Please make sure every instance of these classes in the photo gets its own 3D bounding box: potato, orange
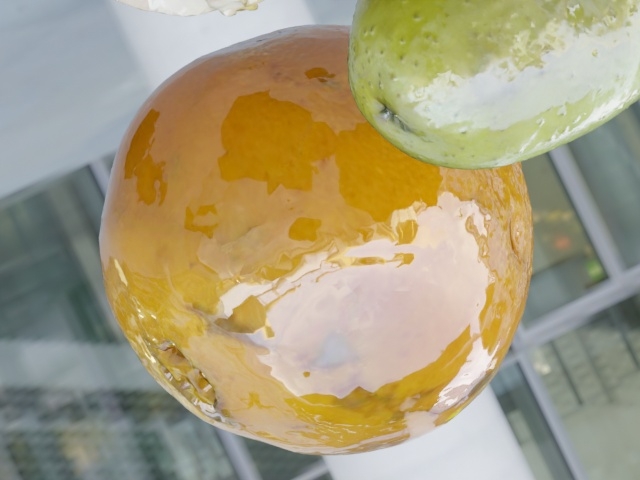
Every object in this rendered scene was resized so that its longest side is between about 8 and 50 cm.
[{"bbox_3d":[0.120,-0.134,1.061,0.248,0.169,0.143,-34,155,-31],"label":"potato"},{"bbox_3d":[0.000,0.000,1.265,0.312,0.312,0.312,-26,179,0],"label":"orange"}]

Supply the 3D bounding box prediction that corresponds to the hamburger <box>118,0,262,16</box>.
[{"bbox_3d":[-0.108,-0.282,0.959,0.330,0.330,0.250,-26,163,35],"label":"hamburger"}]
